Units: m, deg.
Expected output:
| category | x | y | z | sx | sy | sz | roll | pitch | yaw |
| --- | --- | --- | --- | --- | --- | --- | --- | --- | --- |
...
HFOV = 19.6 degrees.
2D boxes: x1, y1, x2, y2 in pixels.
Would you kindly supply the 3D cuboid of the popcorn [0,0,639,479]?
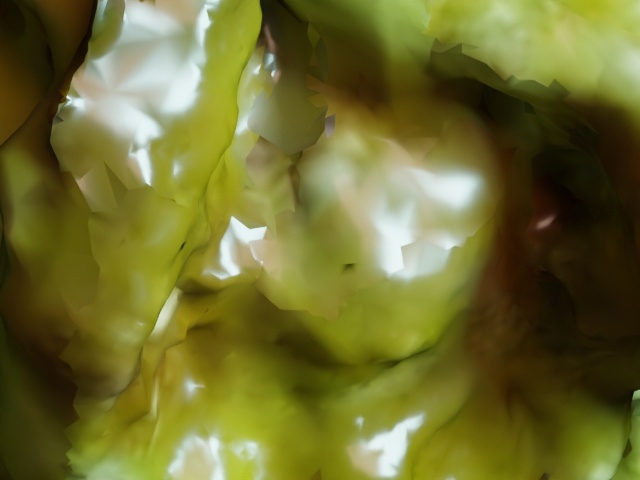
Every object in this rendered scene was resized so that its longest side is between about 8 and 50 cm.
| category | x | y | z | sx | sy | sz | roll | pitch | yaw |
| --- | --- | --- | --- | --- | --- | --- | --- | --- | --- |
| popcorn | -0.008 | 0.003 | 0.590 | 0.325 | 0.321 | 0.290 | 16 | 40 | -38 |
